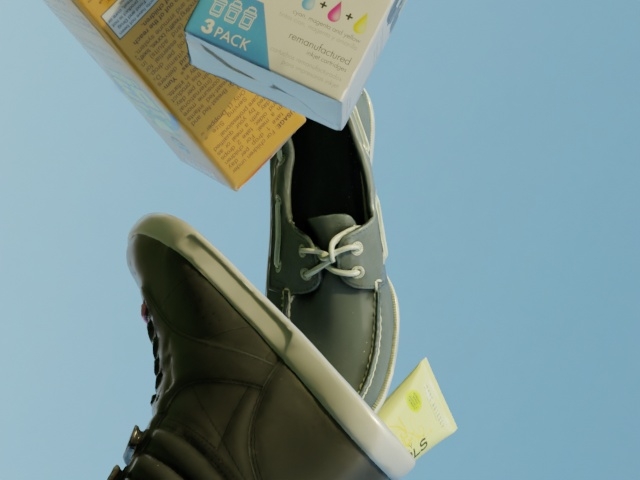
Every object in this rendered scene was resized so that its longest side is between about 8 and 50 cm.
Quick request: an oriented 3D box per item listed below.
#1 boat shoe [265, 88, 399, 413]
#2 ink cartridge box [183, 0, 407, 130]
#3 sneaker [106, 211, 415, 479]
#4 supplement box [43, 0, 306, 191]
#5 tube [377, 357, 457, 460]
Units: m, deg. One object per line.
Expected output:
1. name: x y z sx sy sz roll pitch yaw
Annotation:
1. boat shoe: 0.000 0.000 1.536 0.116 0.099 0.319 -4 -102 11
2. ink cartridge box: 0.005 -0.171 1.092 0.061 0.104 0.181 89 27 -75
3. sneaker: -0.080 0.091 1.054 0.147 0.104 0.296 -43 -141 -5
4. supplement box: -0.108 -0.136 1.196 0.080 0.233 0.078 -50 -140 -9
5. tube: 0.058 0.222 1.918 0.062 0.240 0.070 35 -42 22
